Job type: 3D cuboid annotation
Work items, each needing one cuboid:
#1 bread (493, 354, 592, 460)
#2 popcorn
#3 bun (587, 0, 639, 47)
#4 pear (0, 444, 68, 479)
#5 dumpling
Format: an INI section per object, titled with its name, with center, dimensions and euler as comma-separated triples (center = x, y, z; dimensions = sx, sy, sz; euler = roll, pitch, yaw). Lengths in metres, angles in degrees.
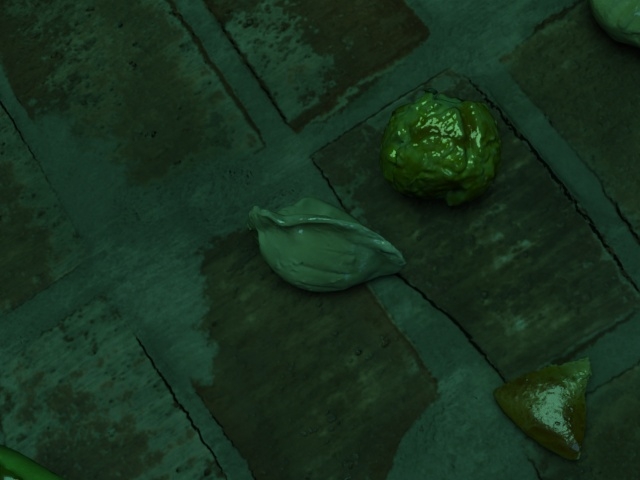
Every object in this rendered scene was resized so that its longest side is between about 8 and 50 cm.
[bread]
center = 0.314, 0.228, 1.870
dimensions = 0.136, 0.054, 0.154
euler = 7, 68, 14
[popcorn]
center = 0.173, -0.149, 1.975
dimensions = 0.198, 0.198, 0.212
euler = -20, 34, 0
[bun]
center = 0.543, -0.398, 2.020
dimensions = 0.259, 0.160, 0.259
euler = -2, 70, 5
[pear]
center = -0.437, 0.413, 1.770
dimensions = 0.342, 0.318, 0.238
euler = 27, 70, 18
[dumpling]
center = 0.000, 0.000, 1.931
dimensions = 0.252, 0.179, 0.131
euler = 16, 68, 15
